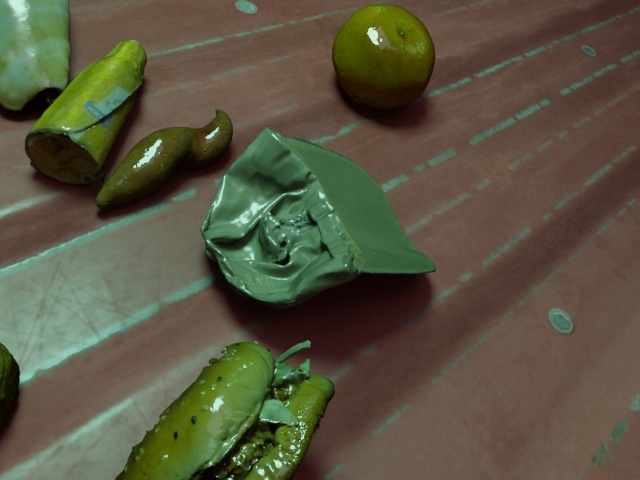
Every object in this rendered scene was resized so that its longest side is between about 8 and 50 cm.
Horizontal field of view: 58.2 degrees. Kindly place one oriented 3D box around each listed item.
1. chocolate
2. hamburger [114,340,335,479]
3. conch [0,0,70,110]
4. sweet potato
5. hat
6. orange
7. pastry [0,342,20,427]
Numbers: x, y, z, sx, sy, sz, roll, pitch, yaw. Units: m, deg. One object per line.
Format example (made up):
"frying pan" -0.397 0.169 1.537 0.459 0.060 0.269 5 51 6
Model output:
"chocolate" -0.255 -0.163 0.660 0.086 0.085 0.219 17 48 -10
"hamburger" -0.069 0.151 0.441 0.114 0.177 0.185 28 76 9
"conch" -0.361 -0.279 0.669 0.158 0.127 0.255 -20 65 -33
"sweet potato" -0.172 -0.097 0.653 0.055 0.058 0.202 44 54 11
"hat" 0.000 0.000 0.647 0.245 0.149 0.214 28 27 -50
"orange" 0.090 -0.267 0.847 0.155 0.134 0.154 6 76 -23
"pastry" -0.292 0.113 0.450 0.097 0.057 0.109 -35 70 -31
